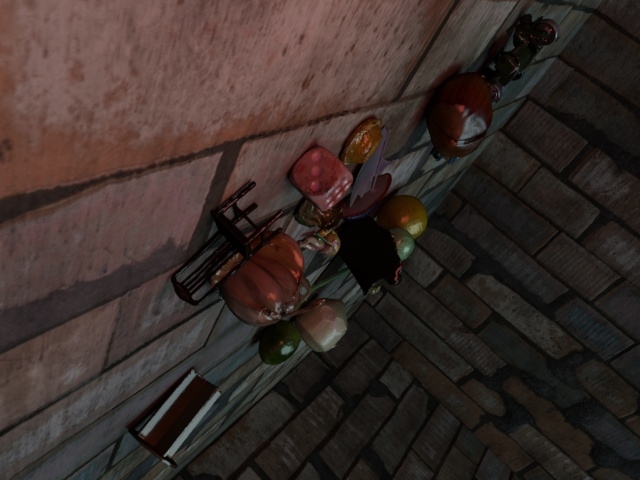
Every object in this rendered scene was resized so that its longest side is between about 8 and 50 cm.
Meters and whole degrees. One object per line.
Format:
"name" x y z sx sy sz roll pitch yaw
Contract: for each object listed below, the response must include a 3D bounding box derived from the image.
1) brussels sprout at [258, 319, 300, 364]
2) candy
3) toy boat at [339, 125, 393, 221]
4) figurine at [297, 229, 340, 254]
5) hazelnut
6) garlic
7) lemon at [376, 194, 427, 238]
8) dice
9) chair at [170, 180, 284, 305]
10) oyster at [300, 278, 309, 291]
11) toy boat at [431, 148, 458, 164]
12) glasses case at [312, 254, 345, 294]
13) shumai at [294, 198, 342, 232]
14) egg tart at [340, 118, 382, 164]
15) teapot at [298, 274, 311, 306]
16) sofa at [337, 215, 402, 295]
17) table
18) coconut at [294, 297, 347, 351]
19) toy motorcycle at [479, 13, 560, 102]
"brussels sprout" -0.148 0.371 1.727 0.181 0.143 0.162 -66 164 -48
"candy" 0.135 0.089 1.697 0.440 0.119 0.119 -30 172 18
"toy boat" 0.121 -0.151 1.249 0.219 0.072 0.318 -49 164 -8
"figurine" 0.000 0.000 1.318 0.083 0.083 0.187 -53 153 21
"hazelnut" 0.382 -0.341 1.271 0.180 0.181 0.212 -22 148 -17
"garlic" -0.117 0.081 0.929 0.207 0.207 0.256 -43 -157 -17
"lemon" 0.301 -0.080 1.757 0.203 0.178 0.178 -14 161 -6
"dice" 0.001 -0.118 0.904 0.093 0.091 0.094 -47 167 0
"chair" -0.164 0.011 0.788 0.212 0.084 0.101 -42 169 -18
"oyster" -0.084 0.169 1.570 0.100 0.037 0.098 -49 166 9
"toy boat" 0.484 -0.362 1.693 0.109 0.098 0.238 -45 166 -23
"glasses case" 0.049 0.114 1.803 0.205 0.047 0.071 -53 170 22
"shumai" 0.004 -0.060 1.087 0.099 0.087 0.124 -47 168 -8
"egg tart" 0.099 -0.211 1.037 0.129 0.049 0.129 -45 168 -12
"teapot" -0.091 0.169 1.433 0.124 0.091 0.092 -53 167 25
"sofa" 0.168 0.043 1.535 0.182 0.258 0.200 -35 167 6
"table" -0.389 0.482 1.312 0.227 0.167 0.167 -51 169 -24
"coconut" 0.012 0.348 2.012 0.234 0.224 0.224 -34 165 -5
"toy motorcycle" 0.571 -0.543 1.420 0.205 0.127 0.275 -42 172 -19
